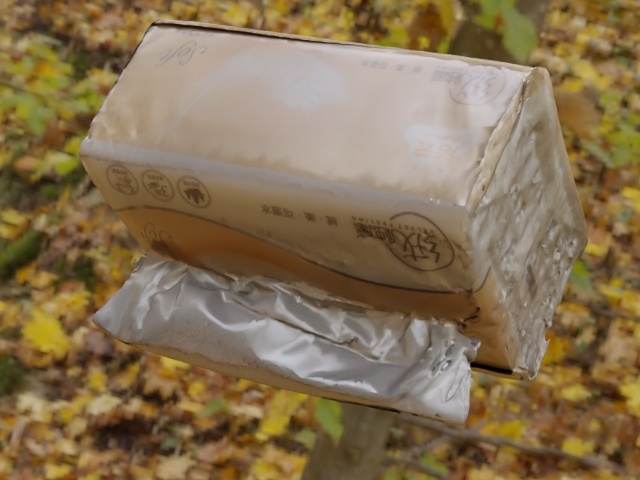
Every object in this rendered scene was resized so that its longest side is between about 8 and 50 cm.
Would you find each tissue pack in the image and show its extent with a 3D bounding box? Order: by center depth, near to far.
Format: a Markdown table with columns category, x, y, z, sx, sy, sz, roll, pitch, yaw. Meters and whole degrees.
| category | x | y | z | sx | sy | sz | roll | pitch | yaw |
| --- | --- | --- | --- | --- | --- | --- | --- | --- | --- |
| tissue pack | 0.000 | 0.000 | 0.882 | 0.305 | 0.239 | 0.238 | 12 | -2 | 28 |
